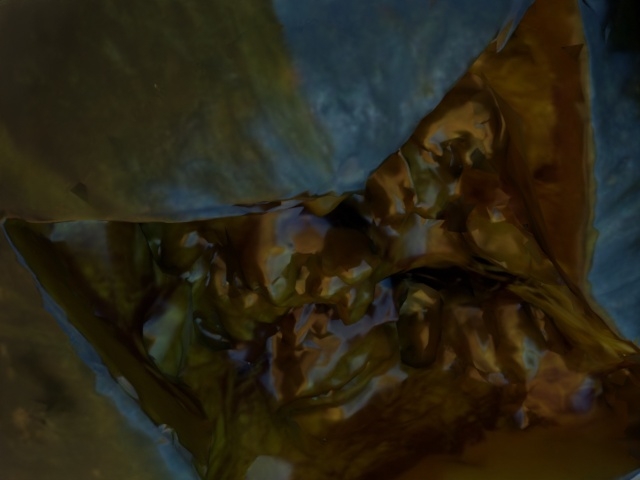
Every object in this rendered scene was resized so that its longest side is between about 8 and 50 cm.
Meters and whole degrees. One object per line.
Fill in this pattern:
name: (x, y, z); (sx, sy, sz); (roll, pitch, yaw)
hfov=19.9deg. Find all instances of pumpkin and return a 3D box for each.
pumpkin: (0.000, 0.000, 0.637); (0.192, 0.320, 0.320); (-122, -160, -60)
